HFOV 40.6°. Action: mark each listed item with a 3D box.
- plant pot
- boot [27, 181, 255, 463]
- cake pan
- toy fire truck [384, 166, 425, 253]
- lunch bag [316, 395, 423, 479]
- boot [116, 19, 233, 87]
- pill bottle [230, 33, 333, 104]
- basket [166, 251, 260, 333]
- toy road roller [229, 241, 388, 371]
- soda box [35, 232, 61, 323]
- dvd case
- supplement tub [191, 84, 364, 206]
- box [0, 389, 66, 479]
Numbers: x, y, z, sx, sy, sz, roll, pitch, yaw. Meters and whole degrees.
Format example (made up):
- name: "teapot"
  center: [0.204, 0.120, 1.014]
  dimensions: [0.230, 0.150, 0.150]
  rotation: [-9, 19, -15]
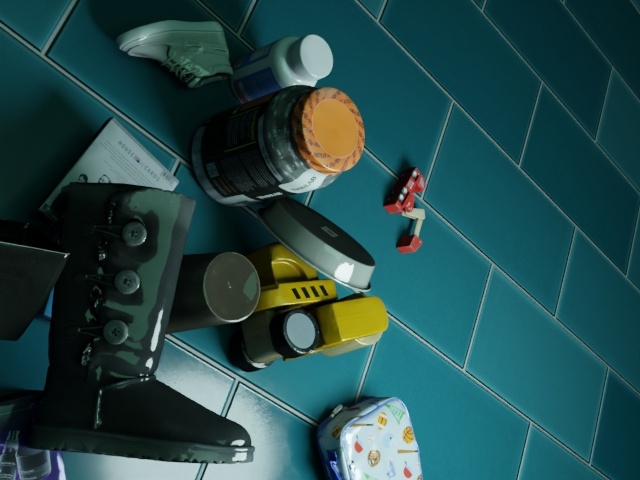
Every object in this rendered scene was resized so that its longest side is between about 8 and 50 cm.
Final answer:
- name: "plant pot"
  center: [-0.539, 0.057, 1.379]
  dimensions: [0.187, 0.188, 0.167]
  rotation: [13, 99, -38]
- name: "boot"
  center: [-0.266, 0.137, 1.445]
  dimensions: [0.367, 0.146, 0.445]
  rotation: [10, 74, -15]
- name: "cake pan"
  center: [0.000, 0.000, 1.828]
  dimensions: [0.293, 0.293, 0.054]
  rotation: [27, 104, -37]
- name: "toy fire truck"
  center: [0.227, -0.077, 2.194]
  dimensions: [0.135, 0.047, 0.192]
  rotation: [50, 53, -26]
- name: "lunch bag"
  center: [0.110, 0.508, 1.955]
  dimensions: [0.243, 0.115, 0.303]
  rotation: [-21, 99, -40]
- name: "boot"
  center: [-0.281, -0.368, 1.738]
  dimensions: [0.258, 0.095, 0.123]
  rotation: [-18, 89, -44]
- name: "pill bottle"
  center: [-0.081, -0.360, 1.836]
  dimensions: [0.124, 0.221, 0.124]
  rotation: [7, 79, -42]
- name: "basket"
  center: [-0.231, 0.095, 1.626]
  dimensions: [0.204, 0.227, 0.154]
  rotation: [-21, 98, -43]
- name: "toy road roller"
  center: [-0.041, 0.128, 1.821]
  dimensions: [0.329, 0.202, 0.240]
  rotation: [-3, 75, -41]
- name: "soda box"
  center: [-0.446, 0.045, 1.545]
  dimensions: [0.071, 0.067, 0.210]
  rotation: [27, 66, -37]
- name: "dvd case"
  center: [-0.379, -0.080, 1.563]
  dimensions: [0.179, 0.029, 0.238]
  rotation: [47, 52, -26]
- name: "supplement tub"
  center: [-0.087, -0.188, 1.725]
  dimensions: [0.207, 0.338, 0.207]
  rotation: [7, 79, -41]
- name: "box"
  center: [-0.554, 0.355, 1.378]
  dimensions: [0.261, 0.103, 0.184]
  rotation: [-9, 87, -43]
